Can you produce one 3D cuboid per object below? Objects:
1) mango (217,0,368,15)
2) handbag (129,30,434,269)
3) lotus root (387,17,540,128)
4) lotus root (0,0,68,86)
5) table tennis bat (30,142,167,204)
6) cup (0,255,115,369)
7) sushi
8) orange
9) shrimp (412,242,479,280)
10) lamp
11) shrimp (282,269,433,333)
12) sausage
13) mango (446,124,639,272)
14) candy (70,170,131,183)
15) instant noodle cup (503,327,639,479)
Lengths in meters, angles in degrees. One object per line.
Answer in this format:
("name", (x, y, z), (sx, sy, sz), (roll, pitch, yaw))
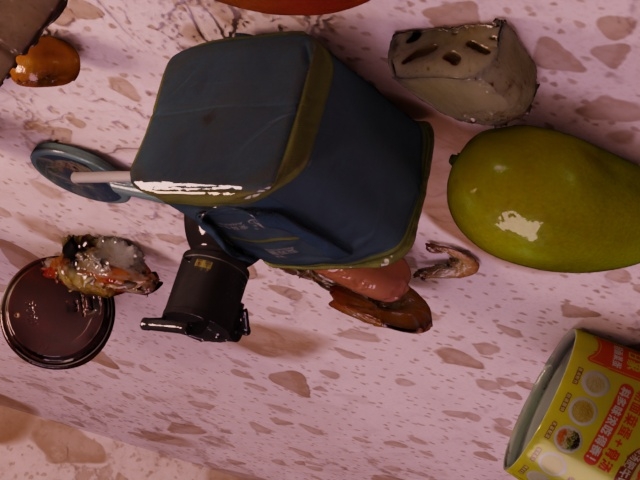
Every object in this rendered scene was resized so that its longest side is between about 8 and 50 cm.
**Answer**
("mango", (-0.064, -0.274, 1.272), (0.289, 0.129, 0.146), (14, 163, 28))
("handbag", (-0.040, -0.090, 1.568), (0.263, 0.222, 0.241), (-4, 155, 39))
("lotus root", (0.157, -0.157, 1.458), (0.143, 0.070, 0.144), (-6, 150, 45))
("lotus root", (-0.297, -0.266, 1.398), (0.074, 0.260, 0.170), (32, -175, -37))
("table tennis bat", (-0.302, -0.086, 2.022), (0.237, 0.038, 0.149), (12, 156, 21))
("cup", (-0.452, 0.140, 2.493), (0.196, 0.196, 0.279), (18, 167, -2))
("sushi", (-0.362, 0.041, 2.297), (0.226, 0.103, 0.097), (2, -179, 28))
("orange", (-0.328, -0.213, 1.692), (0.086, 0.062, 0.086), (0, -164, 0))
("shrimp", (0.161, 0.028, 1.971), (0.114, 0.023, 0.083), (-11, 143, 40))
("lamp", (-0.144, 0.053, 1.975), (0.147, 0.227, 0.172), (5, 156, 28))
("shrimp", (0.049, 0.071, 2.037), (0.249, 0.068, 0.150), (23, -163, -4))
("sausage", (0.001, 0.000, 1.933), (0.289, 0.086, 0.086), (26, 157, -24))
("mango", (0.259, -0.037, 1.566), (0.273, 0.149, 0.185), (15, 168, -33))
("candy", (-0.205, -0.081, 1.865), (0.365, 0.124, 0.124), (1, 153, 41))
("instant noodle cup", (0.414, 0.274, 2.055), (0.221, 0.311, 0.311), (26, 158, 1))
